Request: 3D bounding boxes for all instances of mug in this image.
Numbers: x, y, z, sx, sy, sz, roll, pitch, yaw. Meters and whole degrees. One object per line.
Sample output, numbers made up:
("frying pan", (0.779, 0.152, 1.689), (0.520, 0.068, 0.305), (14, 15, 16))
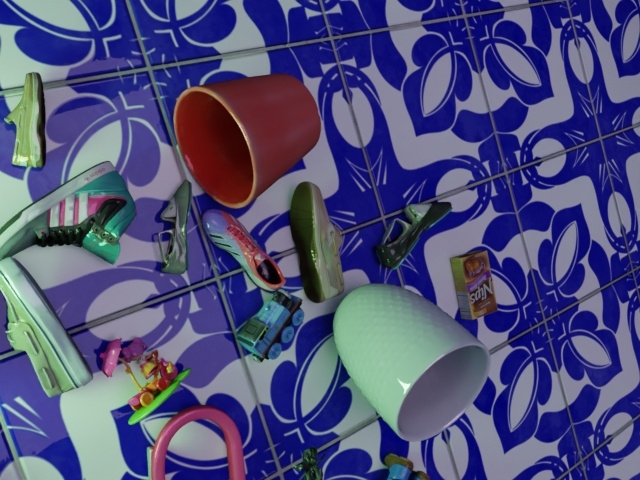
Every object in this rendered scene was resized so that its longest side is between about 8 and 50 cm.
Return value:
("mug", (0.186, 0.297, 1.397), (0.276, 0.328, 0.374), (-19, 128, -26))

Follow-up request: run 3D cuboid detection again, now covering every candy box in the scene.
("candy box", (0.454, 0.130, 1.702), (0.109, 0.053, 0.186), (-14, 95, -29))

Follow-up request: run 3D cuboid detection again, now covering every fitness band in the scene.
("fitness band", (-0.271, 0.514, 1.281), (0.209, 0.054, 0.290), (-6, 91, -29))

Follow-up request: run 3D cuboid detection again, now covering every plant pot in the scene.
("plant pot", (-0.147, -0.244, 1.285), (0.243, 0.275, 0.275), (-34, 103, -36))

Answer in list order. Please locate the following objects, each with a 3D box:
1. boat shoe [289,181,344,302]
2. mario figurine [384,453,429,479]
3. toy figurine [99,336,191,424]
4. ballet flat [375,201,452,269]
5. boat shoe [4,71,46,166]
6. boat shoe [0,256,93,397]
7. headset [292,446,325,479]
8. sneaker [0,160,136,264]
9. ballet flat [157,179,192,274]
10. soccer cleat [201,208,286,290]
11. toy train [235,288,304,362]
("boat shoe", (0.000, 0.000, 1.432), (0.098, 0.109, 0.302), (-14, 100, -34))
("mario figurine", (0.144, 0.719, 1.483), (0.198, 0.170, 0.320), (26, 58, 18))
("toy figurine", (-0.380, 0.267, 1.213), (0.159, 0.130, 0.173), (53, 43, -6))
("ballet flat", (0.253, -0.040, 1.580), (0.096, 0.095, 0.280), (48, 66, -5))
("boat shoe", (-0.587, -0.241, 1.143), (0.072, 0.068, 0.190), (0, 87, -17))
("boat shoe", (-0.543, 0.175, 1.099), (0.094, 0.109, 0.302), (-30, 114, -21))
("headset", (-0.043, 0.660, 1.299), (0.243, 0.185, 0.394), (6, 99, -11))
("sneaker", (-0.489, -0.010, 1.156), (0.295, 0.124, 0.178), (-42, 97, -25))
("ballet flat", (-0.322, -0.032, 1.272), (0.068, 0.072, 0.213), (3, 86, -24))
("soccer cleat", (-0.173, 0.020, 1.337), (0.083, 0.095, 0.248), (-47, 109, -23))
("toy train", (-0.111, 0.197, 1.356), (0.184, 0.080, 0.105), (-55, 138, -20))
